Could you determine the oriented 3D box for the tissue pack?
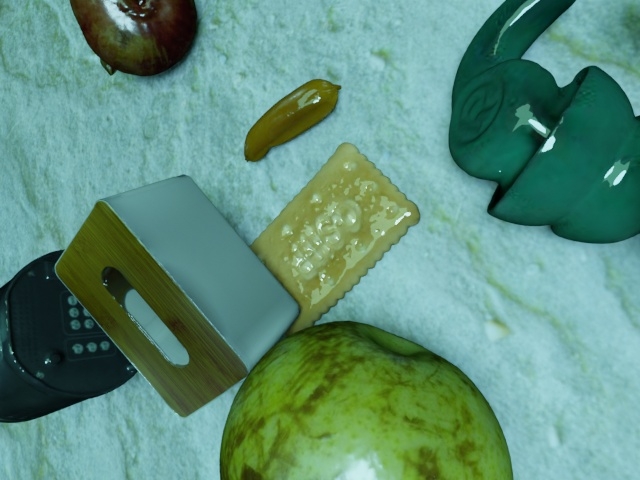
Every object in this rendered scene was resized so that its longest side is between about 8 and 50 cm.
[{"bbox_3d":[-0.172,0.064,0.556,0.246,0.136,0.159,49,122,-1],"label":"tissue pack"}]

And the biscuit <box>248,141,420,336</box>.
[{"bbox_3d":[0.000,0.000,0.607,0.250,0.030,0.160,-45,67,12],"label":"biscuit"}]

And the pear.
[{"bbox_3d":[0.036,0.220,0.427,0.283,0.283,0.284,-4,80,24],"label":"pear"}]

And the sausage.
[{"bbox_3d":[-0.049,-0.177,0.647,0.183,0.054,0.062,-28,43,21],"label":"sausage"}]

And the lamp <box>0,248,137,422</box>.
[{"bbox_3d":[-0.390,0.145,0.658,0.272,0.374,0.205,-33,67,48],"label":"lamp"}]

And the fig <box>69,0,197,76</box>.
[{"bbox_3d":[-0.311,-0.372,0.739,0.205,0.205,0.205,-4,80,24],"label":"fig"}]

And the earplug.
[{"bbox_3d":[0.250,-0.124,0.469,0.280,0.164,0.257,41,62,13],"label":"earplug"}]
